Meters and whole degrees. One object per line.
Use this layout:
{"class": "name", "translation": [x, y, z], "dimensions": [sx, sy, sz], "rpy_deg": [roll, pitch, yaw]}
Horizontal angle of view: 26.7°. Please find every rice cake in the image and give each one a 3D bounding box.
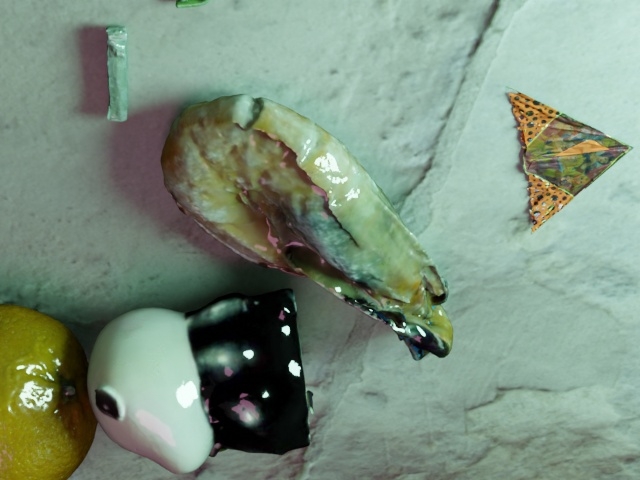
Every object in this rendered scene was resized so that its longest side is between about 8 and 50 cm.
{"class": "rice cake", "translation": [-0.213, -0.173, 1.410], "dimensions": [0.022, 0.022, 0.121], "rpy_deg": [-1, 136, -9]}

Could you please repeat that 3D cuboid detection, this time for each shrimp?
{"class": "shrimp", "translation": [0.000, 0.000, 1.520], "dimensions": [0.221, 0.110, 0.445], "rpy_deg": [-26, 125, 36]}

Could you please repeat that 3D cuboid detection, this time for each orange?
{"class": "orange", "translation": [-0.395, 0.204, 1.657], "dimensions": [0.264, 0.264, 0.264], "rpy_deg": [3, 136, 3]}

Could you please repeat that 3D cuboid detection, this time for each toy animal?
{"class": "toy animal", "translation": [-0.141, 0.174, 1.615], "dimensions": [0.266, 0.213, 0.213], "rpy_deg": [-12, 135, 1]}

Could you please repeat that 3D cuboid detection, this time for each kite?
{"class": "kite", "translation": [0.275, -0.091, 1.458], "dimensions": [0.125, 0.008, 0.222], "rpy_deg": [-6, 135, 12]}

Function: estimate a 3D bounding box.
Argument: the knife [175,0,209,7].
{"class": "knife", "translation": [-0.125, -0.306, 1.267], "dimensions": [0.054, 0.015, 0.212], "rpy_deg": [0, 136, 5]}
